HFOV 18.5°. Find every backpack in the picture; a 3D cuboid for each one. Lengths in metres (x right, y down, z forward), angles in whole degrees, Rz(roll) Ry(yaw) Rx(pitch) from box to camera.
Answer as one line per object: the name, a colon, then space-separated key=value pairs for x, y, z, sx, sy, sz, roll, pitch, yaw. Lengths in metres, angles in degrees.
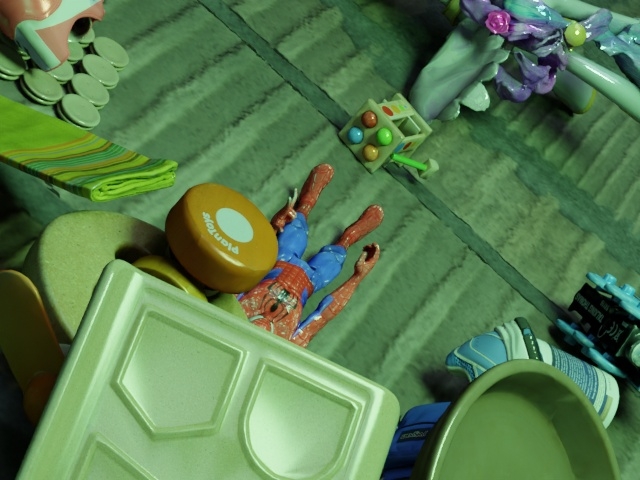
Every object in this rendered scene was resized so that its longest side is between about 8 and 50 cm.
backpack: x=0.086 y=0.186 z=1.476 sx=0.101 sy=0.098 sz=0.120 roll=62 pitch=36 yaw=-18

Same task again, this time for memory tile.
memory tile: x=-0.224 y=-0.155 z=1.666 sx=0.113 sy=0.012 sz=0.148 roll=34 pitch=31 yaw=-11

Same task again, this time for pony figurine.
pony figurine: x=0.201 y=-0.238 z=2.058 sx=0.363 sy=0.303 sz=0.351 roll=24 pitch=2 yaw=-21

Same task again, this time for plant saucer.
plant saucer: x=0.139 y=0.225 z=1.421 sx=0.278 sy=0.041 sz=0.278 roll=9 pitch=79 yaw=-52

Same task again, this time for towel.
towel: x=-0.226 y=-0.082 z=1.454 sx=0.237 sy=0.021 sz=0.102 roll=23 pitch=20 yaw=27

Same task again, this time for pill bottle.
pill bottle: x=0.197 y=0.126 z=1.722 sx=0.120 sy=0.067 sz=0.067 roll=27 pitch=33 yaw=-24

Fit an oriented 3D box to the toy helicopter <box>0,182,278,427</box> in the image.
toy helicopter: x=-0.098 y=0.126 z=1.323 sx=0.235 sy=0.140 sz=0.355 roll=-1 pitch=54 yaw=-49

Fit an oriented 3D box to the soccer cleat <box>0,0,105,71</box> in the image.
soccer cleat: x=-0.213 y=-0.222 z=1.692 sx=0.095 sy=0.083 sz=0.248 roll=61 pitch=24 yaw=-13

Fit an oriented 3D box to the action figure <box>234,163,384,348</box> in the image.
action figure: x=0.000 y=0.000 z=1.602 sx=0.091 sy=0.139 sz=0.280 roll=38 pitch=32 yaw=-3

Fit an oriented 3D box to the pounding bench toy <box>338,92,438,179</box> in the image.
pounding bench toy: x=0.070 y=-0.091 z=1.878 sx=0.083 sy=0.052 sz=0.065 roll=50 pitch=31 yaw=15

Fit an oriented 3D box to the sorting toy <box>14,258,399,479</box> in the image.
sorting toy: x=-0.089 y=0.191 z=1.219 sx=0.229 sy=0.041 sz=0.307 roll=28 pitch=64 yaw=-17

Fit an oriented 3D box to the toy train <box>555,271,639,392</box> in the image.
toy train: x=0.291 y=0.091 z=1.819 sx=0.105 sy=0.080 sz=0.184 roll=30 pitch=6 yaw=-16

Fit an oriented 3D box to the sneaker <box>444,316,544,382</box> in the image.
sneaker: x=0.163 y=0.172 z=1.626 sx=0.080 sy=0.081 sz=0.211 roll=56 pitch=19 yaw=-63
